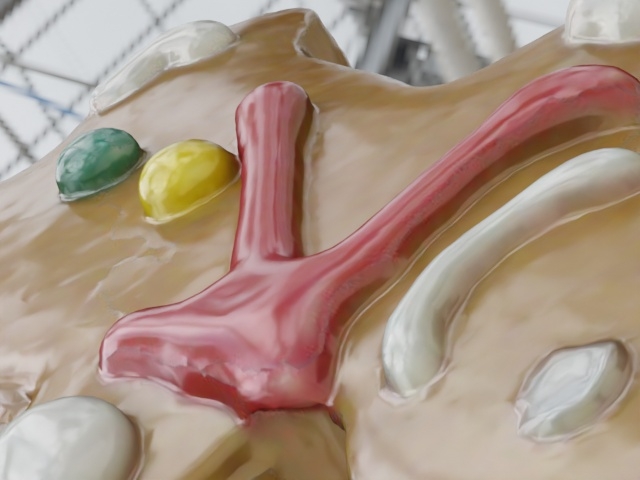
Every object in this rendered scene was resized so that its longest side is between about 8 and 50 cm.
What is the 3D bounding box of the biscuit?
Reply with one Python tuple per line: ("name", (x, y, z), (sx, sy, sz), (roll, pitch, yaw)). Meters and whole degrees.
("biscuit", (0.000, 0.000, 0.429), (0.216, 0.339, 0.047), (-38, -65, -19))
